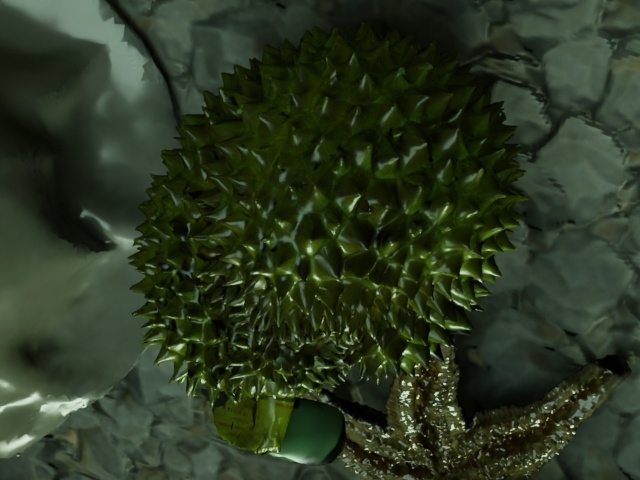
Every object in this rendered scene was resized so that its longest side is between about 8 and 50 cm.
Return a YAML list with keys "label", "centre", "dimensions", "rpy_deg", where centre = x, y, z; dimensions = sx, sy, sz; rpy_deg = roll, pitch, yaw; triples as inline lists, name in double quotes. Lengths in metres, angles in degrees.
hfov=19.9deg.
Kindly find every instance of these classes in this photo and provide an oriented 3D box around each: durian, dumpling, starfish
- label: "durian"
  centre: [-0.006, -0.013, 0.816]
  dimensions: [0.198, 0.159, 0.146]
  rpy_deg: [-39, 139, 15]
- label: "dumpling"
  centre: [-0.191, -0.027, 0.899]
  dimensions: [0.204, 0.163, 0.293]
  rpy_deg: [-9, 99, 31]
- label: "starfish"
  centre: [0.062, 0.120, 0.923]
  dimensions: [0.213, 0.057, 0.238]
  rpy_deg: [20, 125, 10]
